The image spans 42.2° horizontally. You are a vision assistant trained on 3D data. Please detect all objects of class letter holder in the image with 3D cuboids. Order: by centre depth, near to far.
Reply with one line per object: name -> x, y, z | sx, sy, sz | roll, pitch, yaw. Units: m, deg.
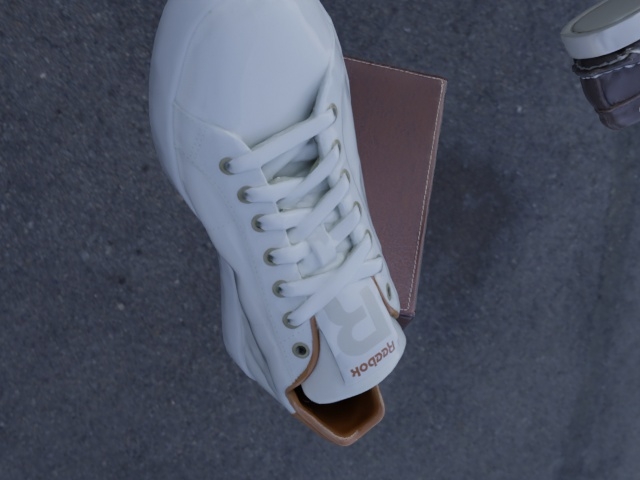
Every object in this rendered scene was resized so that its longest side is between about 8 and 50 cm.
letter holder -> 0.010, -0.051, 0.975 | 0.215, 0.301, 0.152 | 12, 158, -4

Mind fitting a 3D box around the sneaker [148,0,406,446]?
sneaker -> 0.000, 0.000, 0.425 | 0.106, 0.123, 0.290 | -32, 140, -20

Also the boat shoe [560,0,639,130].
boat shoe -> 0.362, -0.208, 0.716 | 0.325, 0.116, 0.096 | -30, 109, -10
